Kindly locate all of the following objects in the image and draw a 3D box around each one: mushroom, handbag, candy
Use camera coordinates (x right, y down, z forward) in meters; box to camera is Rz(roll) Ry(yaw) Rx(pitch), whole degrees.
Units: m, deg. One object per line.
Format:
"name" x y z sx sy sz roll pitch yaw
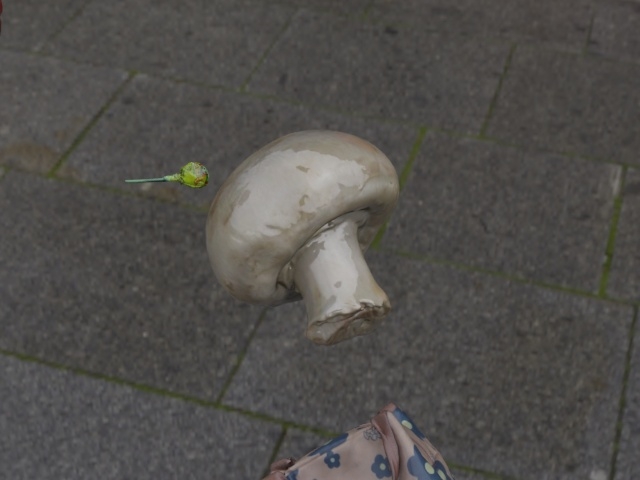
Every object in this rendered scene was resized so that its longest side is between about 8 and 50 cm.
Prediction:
"mushroom" 0.000 0.000 1.621 0.297 0.297 0.290 -25 66 -29
"handbag" 0.049 0.340 1.480 0.251 0.190 0.193 -28 82 2
"candy" -0.203 -0.081 1.509 0.123 0.035 0.035 -5 8 22

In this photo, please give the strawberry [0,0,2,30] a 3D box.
"strawberry" -0.238 -0.074 0.465 0.274 0.220 0.274 -38 21 17
